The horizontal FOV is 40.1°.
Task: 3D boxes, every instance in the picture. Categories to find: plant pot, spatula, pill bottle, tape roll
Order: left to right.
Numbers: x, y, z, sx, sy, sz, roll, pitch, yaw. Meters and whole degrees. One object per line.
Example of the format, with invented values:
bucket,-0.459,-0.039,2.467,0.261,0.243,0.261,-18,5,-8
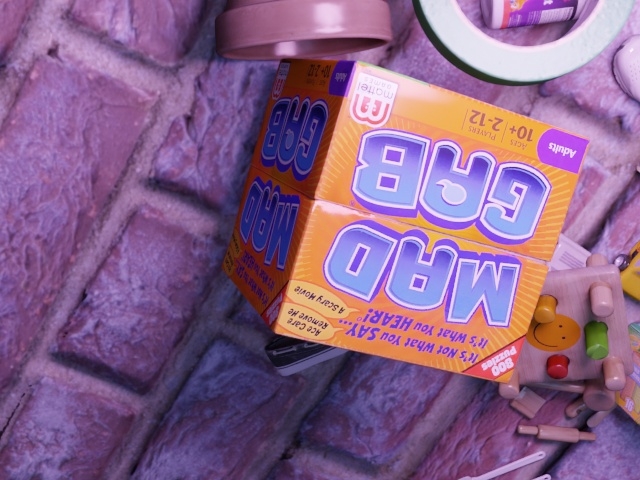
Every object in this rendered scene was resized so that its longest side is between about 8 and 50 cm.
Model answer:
plant pot,-0.033,-0.393,1.288,0.263,0.263,0.229,-5,95,0
spatula,0.372,0.527,1.811,0.242,0.019,0.168,-24,112,8
tape roll,0.292,-0.388,1.266,0.321,0.077,0.321,0,94,1
pill bottle,0.352,-0.392,1.358,0.193,0.108,0.108,-8,114,0

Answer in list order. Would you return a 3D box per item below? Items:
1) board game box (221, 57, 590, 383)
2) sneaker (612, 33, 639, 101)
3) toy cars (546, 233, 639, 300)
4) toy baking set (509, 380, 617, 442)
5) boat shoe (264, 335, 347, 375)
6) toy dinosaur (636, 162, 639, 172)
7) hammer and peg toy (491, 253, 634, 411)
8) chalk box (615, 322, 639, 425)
board game box,0.100,-0.045,1.292,0.356,0.356,0.356,14,97,-20
sneaker,0.600,-0.224,1.433,0.297,0.129,0.111,39,109,-16
toy cars,0.511,0.062,1.576,0.393,0.087,0.176,-15,113,4
toy baking set,0.504,0.315,1.717,0.256,0.030,0.197,12,112,-8
boat shoe,0.000,0.175,1.606,0.219,0.078,0.070,-28,113,11
toy dinosaur,0.680,-0.071,1.532,0.268,0.064,0.118,2,85,-4
hammer and peg toy,0.409,0.196,1.546,0.266,0.127,0.361,-7,128,18
chalk box,0.645,0.229,1.619,0.132,0.132,0.213,0,113,-19
